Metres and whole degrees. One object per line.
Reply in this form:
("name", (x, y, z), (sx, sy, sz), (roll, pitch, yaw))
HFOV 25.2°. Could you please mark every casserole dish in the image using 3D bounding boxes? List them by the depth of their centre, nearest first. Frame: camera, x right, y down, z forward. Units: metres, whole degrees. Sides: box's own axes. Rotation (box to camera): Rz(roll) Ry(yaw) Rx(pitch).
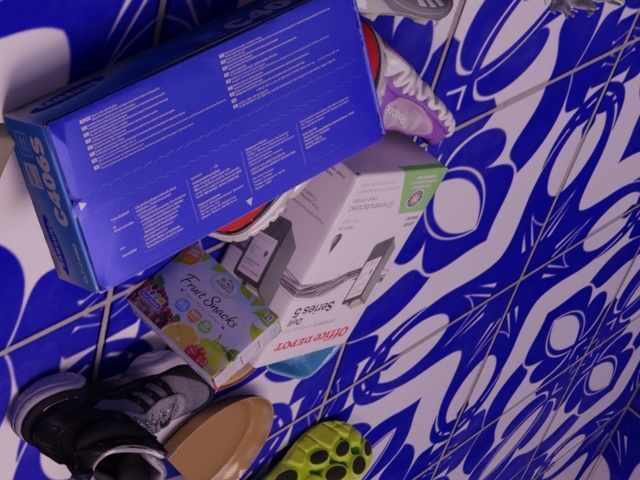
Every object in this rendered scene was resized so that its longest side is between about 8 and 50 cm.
("casserole dish", (-0.024, 0.127, 1.908), (0.114, 0.037, 0.188), (-52, 156, 5))

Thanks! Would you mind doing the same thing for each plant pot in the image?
("plant pot", (-0.159, 0.294, 1.923), (0.236, 0.032, 0.236), (-38, 152, -25))

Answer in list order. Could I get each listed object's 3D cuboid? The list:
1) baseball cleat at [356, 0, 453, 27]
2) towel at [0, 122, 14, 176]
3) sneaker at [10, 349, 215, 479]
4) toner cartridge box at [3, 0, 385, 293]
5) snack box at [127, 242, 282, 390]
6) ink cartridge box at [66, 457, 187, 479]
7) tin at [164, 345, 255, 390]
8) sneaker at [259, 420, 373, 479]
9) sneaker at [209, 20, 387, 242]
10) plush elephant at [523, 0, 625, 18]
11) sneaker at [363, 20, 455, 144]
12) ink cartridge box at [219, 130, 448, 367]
("baseball cleat", (0.090, -0.279, 1.486), (0.206, 0.072, 0.109), (-17, 133, -55))
("towel", (-0.416, 0.043, 1.138), (0.324, 0.056, 0.312), (-10, 131, -51))
("sneaker", (-0.195, 0.210, 1.568), (0.269, 0.153, 0.101), (-6, 130, -44))
("toner cartridge box", (-0.103, -0.104, 1.307), (0.348, 0.075, 0.165), (-30, 118, -31))
("snack box", (-0.125, 0.080, 1.547), (0.100, 0.141, 0.037), (-41, 153, -18))
("ink cartridge box", (-0.194, 0.305, 1.670), (0.097, 0.207, 0.046), (-9, 134, -55))
("tin", (-0.129, 0.142, 1.754), (0.190, 0.040, 0.106), (-17, 136, -50))
("sneaker", (-0.043, 0.375, 2.178), (0.295, 0.109, 0.123), (-34, 174, -34))
("sneaker", (-0.038, -0.120, 1.465), (0.279, 0.107, 0.118), (-52, 145, -2))
("plush elephant", (0.129, -0.356, 1.243), (0.272, 0.330, 0.255), (-30, 131, -22))
("sneaker", (0.070, -0.155, 1.614), (0.104, 0.095, 0.236), (-46, 150, 6))
("ink cartridge box", (0.000, 0.000, 1.673), (0.198, 0.115, 0.272), (-9, 134, -55))
